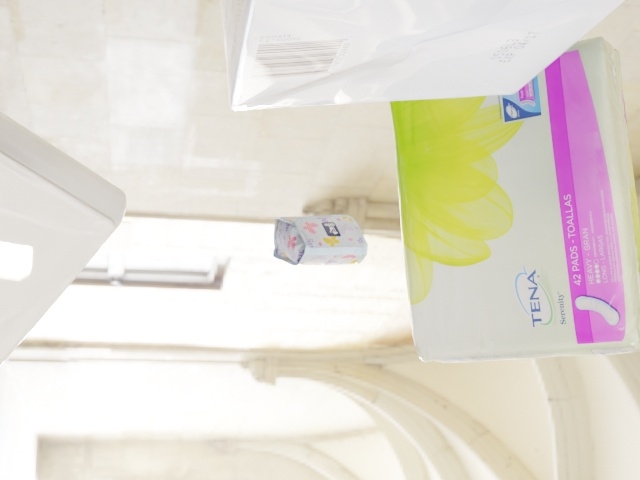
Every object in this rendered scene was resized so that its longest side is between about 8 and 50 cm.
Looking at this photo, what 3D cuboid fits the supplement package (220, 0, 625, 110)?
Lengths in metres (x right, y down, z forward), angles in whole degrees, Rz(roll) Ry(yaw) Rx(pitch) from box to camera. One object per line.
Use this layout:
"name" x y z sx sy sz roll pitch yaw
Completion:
"supplement package" 0.030 -0.234 0.453 0.177 0.176 0.292 134 -49 -78

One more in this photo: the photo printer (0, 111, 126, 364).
"photo printer" -0.380 -0.028 0.833 0.256 0.308 0.107 -46 -151 14

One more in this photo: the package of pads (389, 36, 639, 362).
"package of pads" 0.190 -0.030 0.884 0.101 0.229 0.296 0 83 -60

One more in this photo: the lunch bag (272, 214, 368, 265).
"lunch bag" 0.000 0.000 0.880 0.083 0.071 0.053 -155 -114 -64
